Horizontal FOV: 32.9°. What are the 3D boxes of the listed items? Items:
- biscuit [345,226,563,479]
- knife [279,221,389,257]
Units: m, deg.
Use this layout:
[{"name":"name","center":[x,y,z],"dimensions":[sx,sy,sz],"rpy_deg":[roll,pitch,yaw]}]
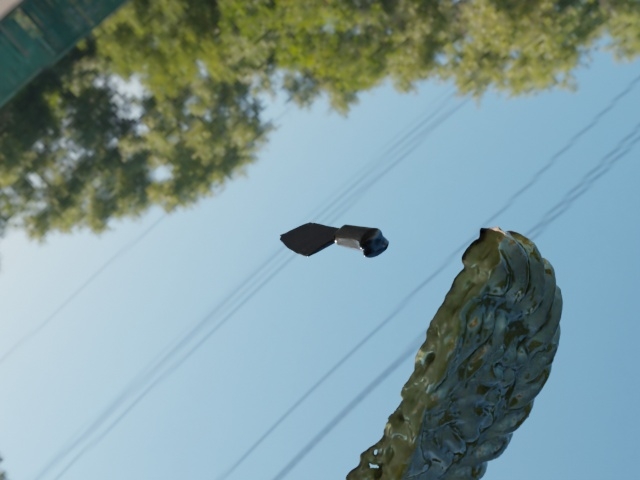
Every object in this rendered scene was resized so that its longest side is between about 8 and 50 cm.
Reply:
[{"name":"biscuit","center":[0.123,0.125,0.875],"dimensions":[0.036,0.187,0.274],"rpy_deg":[34,-76,39]},{"name":"knife","center":[0.000,0.000,1.166],"dimensions":[0.060,0.028,0.230],"rpy_deg":[-31,-164,-17]}]
